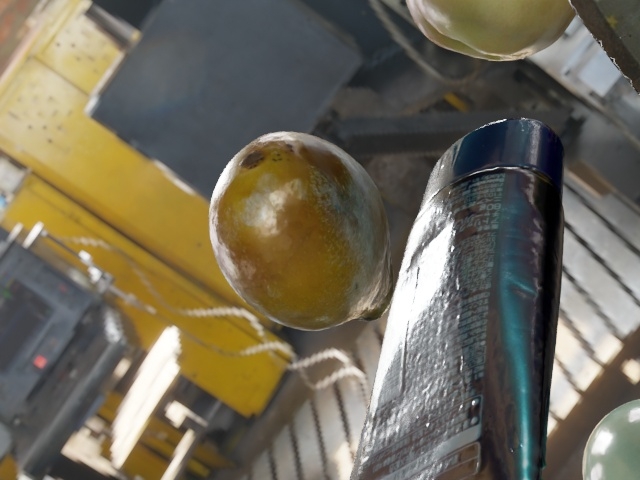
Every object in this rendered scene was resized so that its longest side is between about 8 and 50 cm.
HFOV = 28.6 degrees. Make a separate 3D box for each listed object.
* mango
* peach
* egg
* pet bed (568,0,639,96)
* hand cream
[{"bbox_3d":[0.000,0.000,1.278,0.146,0.316,0.193,-6,71,28],"label":"mango"},{"bbox_3d":[0.189,-0.304,1.322,0.232,0.232,0.232,-50,15,18],"label":"peach"},{"bbox_3d":[0.351,0.242,1.241,0.168,0.168,0.231,-54,20,1],"label":"egg"},{"bbox_3d":[0.327,-0.173,0.984,0.159,0.211,0.183,-42,-16,28],"label":"pet bed"},{"bbox_3d":[0.061,0.049,0.564,0.120,0.061,0.271,-35,23,37],"label":"hand cream"}]
